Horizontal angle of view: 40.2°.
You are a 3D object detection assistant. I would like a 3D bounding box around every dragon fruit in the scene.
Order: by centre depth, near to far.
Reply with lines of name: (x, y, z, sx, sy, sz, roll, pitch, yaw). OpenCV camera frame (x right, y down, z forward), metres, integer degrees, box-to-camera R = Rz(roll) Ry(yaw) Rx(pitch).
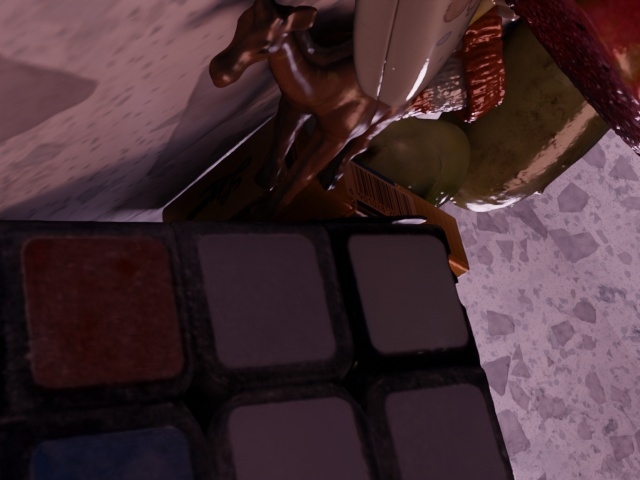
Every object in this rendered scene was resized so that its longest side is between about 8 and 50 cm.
dragon fruit: (0.176, -0.131, 0.450, 0.162, 0.189, 0.262, -10, -171, 9)

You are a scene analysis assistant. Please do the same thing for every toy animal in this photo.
toy animal: (-0.005, -0.087, 0.520, 0.224, 0.066, 0.230, -37, 169, -37)

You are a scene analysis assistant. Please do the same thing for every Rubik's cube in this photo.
Rubik's cube: (-0.093, 0.207, 0.633, 0.363, 0.362, 0.359, -2, 160, -30)

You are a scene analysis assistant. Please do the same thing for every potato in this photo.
potato: (0.262, -0.162, 1.084, 0.307, 0.173, 0.210, -44, 170, 22)

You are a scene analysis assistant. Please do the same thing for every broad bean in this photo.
broad bean: (0.074, -0.056, 0.925, 0.189, 0.121, 0.263, -42, 158, 16)

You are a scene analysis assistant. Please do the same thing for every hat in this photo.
hat: (0.060, -0.125, 0.685, 0.162, 0.094, 0.112, -16, 168, 1)

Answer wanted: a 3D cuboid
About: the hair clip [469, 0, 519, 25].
hair clip: (0.163, -0.203, 0.623, 0.213, 0.056, 0.062, -32, 145, -21)

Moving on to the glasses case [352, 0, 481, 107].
glasses case: (0.049, -0.123, 0.378, 0.081, 0.051, 0.204, -61, 174, -12)

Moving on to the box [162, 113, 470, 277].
box: (0.000, 0.000, 0.775, 0.237, 0.070, 0.152, 27, 131, -37)
